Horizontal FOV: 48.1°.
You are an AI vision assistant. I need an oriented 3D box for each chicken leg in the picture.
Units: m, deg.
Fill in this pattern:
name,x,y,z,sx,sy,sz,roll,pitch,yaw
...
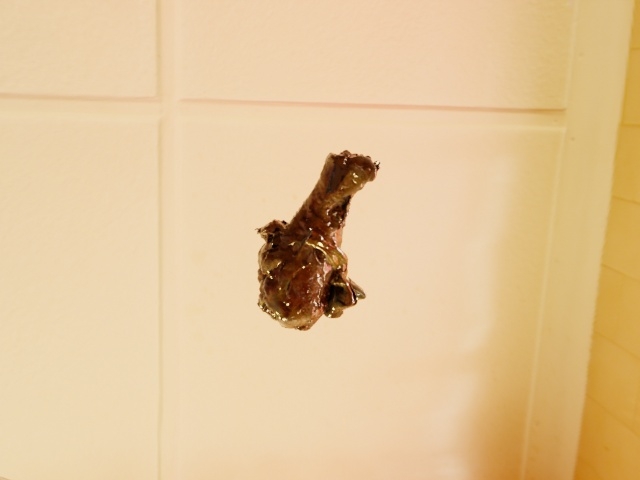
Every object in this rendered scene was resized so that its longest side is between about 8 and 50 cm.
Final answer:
name,x,y,z,sx,sy,sz,roll,pitch,yaw
chicken leg,-0.008,-0.001,0.755,0.125,0.080,0.196,6,-78,1

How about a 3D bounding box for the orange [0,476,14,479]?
name,x,y,z,sx,sy,sz,roll,pitch,yaw
orange,-0.201,0.287,0.333,0.322,0.322,0.356,-11,-63,-7
